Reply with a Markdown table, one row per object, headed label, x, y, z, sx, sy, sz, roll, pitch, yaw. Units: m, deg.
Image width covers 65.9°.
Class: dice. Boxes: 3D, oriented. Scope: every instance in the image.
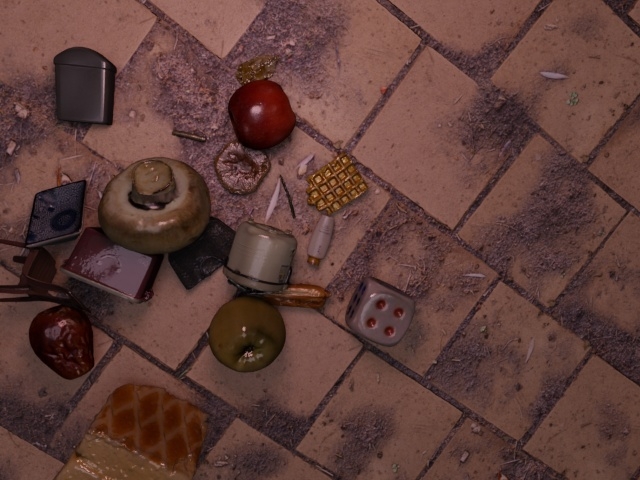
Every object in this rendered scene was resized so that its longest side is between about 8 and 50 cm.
| label | x | y | z | sx | sy | sz | roll | pitch | yaw |
| --- | --- | --- | --- | --- | --- | --- | --- | --- | --- |
| dice | 0.208 | 0.248 | 1.739 | 0.192 | 0.194 | 0.193 | 24 | 96 | -9 |

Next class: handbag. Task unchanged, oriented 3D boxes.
| label | x | y | z | sx | sy | sz | roll | pitch | yaw |
| --- | --- | --- | --- | --- | --- | --- | --- | --- | --- |
| handbag | -0.403 | 0.036 | 1.715 | 0.270 | 0.089 | 0.175 | -38 | 110 | -3 |

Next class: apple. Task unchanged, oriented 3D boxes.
| label | x | y | z | sx | sy | sz | roll | pitch | yaw |
| --- | --- | --- | --- | --- | --- | --- | --- | --- | --- |
| apple | -0.247 | 0.316 | 1.682 | 0.263 | 0.262 | 0.262 | -1 | 98 | -5 |
| apple | -0.192 | -0.405 | 1.604 | 0.202 | 0.218 | 0.218 | -24 | 99 | -6 |

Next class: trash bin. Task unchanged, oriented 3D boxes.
| label | x | y | z | sx | sy | sz | roll | pitch | yaw |
| --- | --- | --- | --- | --- | --- | --- | --- | --- | --- |
| trash bin | -0.761 | -0.501 | 1.601 | 0.177 | 0.101 | 0.236 | 4 | 100 | -8 |

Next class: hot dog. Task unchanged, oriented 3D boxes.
| label | x | y | z | sx | sy | sz | roll | pitch | yaw |
| --- | --- | --- | --- | --- | --- | --- | --- | --- | --- |
| hot dog | -0.085 | 0.192 | 1.765 | 0.250 | 0.076 | 0.102 | 3 | 136 | -2 |

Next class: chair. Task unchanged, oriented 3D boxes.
| label | x | y | z | sx | sy | sz | roll | pitch | yaw |
| --- | --- | --- | --- | --- | --- | --- | --- | --- | --- |
| chair | -0.890 | 0.118 | 1.587 | 0.327 | 0.175 | 0.183 | 7 | 62 | -3 |

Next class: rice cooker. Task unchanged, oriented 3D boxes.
| label | x | y | z | sx | sy | sz | roll | pitch | yaw |
| --- | --- | --- | --- | --- | --- | --- | --- | --- | --- |
| rice cooker | -0.200 | 0.063 | 1.662 | 0.226 | 0.226 | 0.243 | 17 | 93 | -7 |

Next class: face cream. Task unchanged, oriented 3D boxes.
| label | x | y | z | sx | sy | sz | roll | pitch | yaw |
| --- | --- | --- | --- | --- | --- | --- | --- | --- | --- |
| face cream | 0.000 | 0.000 | 1.757 | 0.072 | 0.051 | 0.182 | 18 | 96 | -11 |

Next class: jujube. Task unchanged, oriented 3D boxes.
| label | x | y | z | sx | sy | sz | roll | pitch | yaw |
| --- | --- | --- | --- | --- | --- | --- | --- | --- | --- |
| jujube | -0.860 | 0.344 | 1.666 | 0.190 | 0.190 | 0.255 | -21 | 100 | -2 |

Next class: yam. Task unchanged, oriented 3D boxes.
| label | x | y | z | sx | sy | sz | roll | pitch | yaw |
| --- | --- | --- | --- | --- | --- | --- | --- | --- | --- |
| yam | -0.447 | -0.357 | 1.685 | 0.116 | 0.021 | 0.021 | 12 | 96 | -5 |

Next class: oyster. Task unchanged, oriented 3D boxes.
| label | x | y | z | sx | sy | sz | roll | pitch | yaw |
| --- | --- | --- | --- | --- | --- | --- | --- | --- | --- |
| oyster | -0.216 | -0.568 | 1.674 | 0.146 | 0.045 | 0.121 | 5 | 111 | -5 |

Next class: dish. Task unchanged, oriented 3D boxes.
| label | x | y | z | sx | sy | sz | roll | pitch | yaw |
| --- | --- | --- | --- | --- | --- | --- | --- | --- | --- |
| dish | -0.841 | -0.073 | 1.614 | 0.182 | 0.243 | 0.080 | -15 | 141 | -1 |

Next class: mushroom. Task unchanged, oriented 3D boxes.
| label | x | y | z | sx | sy | sz | roll | pitch | yaw |
| --- | --- | --- | --- | --- | --- | --- | --- | --- | --- |
| mushroom | -0.517 | -0.114 | 1.563 | 0.353 | 0.260 | 0.351 | 5 | 55 | -7 |

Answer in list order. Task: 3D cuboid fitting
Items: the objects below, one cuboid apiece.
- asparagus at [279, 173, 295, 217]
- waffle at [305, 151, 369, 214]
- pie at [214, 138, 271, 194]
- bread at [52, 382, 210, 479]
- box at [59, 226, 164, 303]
| label | x | y | z | sx | sy | sz | roll | pitch | yaw |
| --- | --- | --- | --- | --- | --- | --- | --- | --- | --- |
| asparagus | -0.115 | -0.157 | 1.744 | 0.016 | 0.016 | 0.162 | -15 | 100 | 16 |
| waffle | 0.041 | -0.190 | 1.734 | 0.211 | 0.055 | 0.160 | -33 | 100 | 1 |
| pie | -0.273 | -0.256 | 1.702 | 0.195 | 0.046 | 0.194 | 0 | 97 | -4 |
| bread | -0.600 | 0.702 | 1.635 | 0.371 | 0.390 | 0.279 | 31 | 99 | -7 |
| box | -0.676 | 0.076 | 1.644 | 0.294 | 0.193 | 0.167 | 25 | 86 | -7 |
